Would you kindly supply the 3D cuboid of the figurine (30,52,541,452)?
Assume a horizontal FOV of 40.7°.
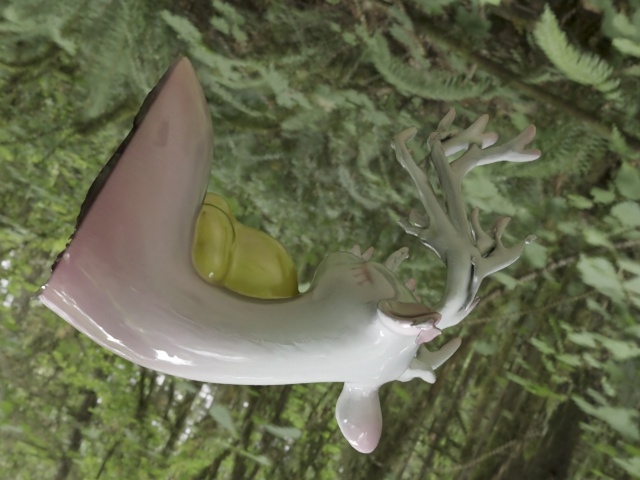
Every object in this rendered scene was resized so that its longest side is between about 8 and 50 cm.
[{"bbox_3d":[0.006,-0.005,0.628,0.315,0.206,0.284,32,-139,-12],"label":"figurine"}]
